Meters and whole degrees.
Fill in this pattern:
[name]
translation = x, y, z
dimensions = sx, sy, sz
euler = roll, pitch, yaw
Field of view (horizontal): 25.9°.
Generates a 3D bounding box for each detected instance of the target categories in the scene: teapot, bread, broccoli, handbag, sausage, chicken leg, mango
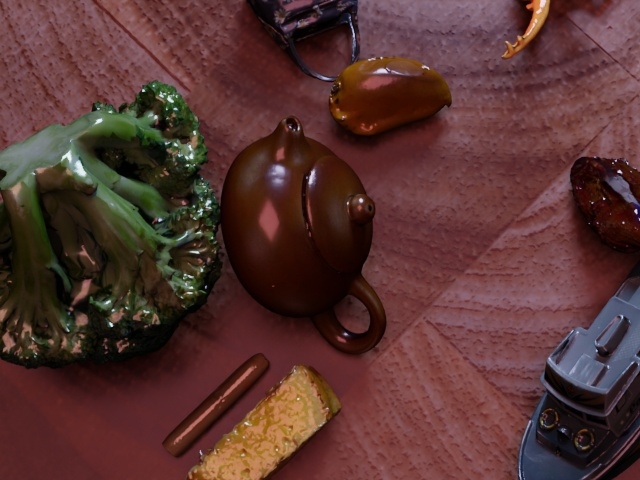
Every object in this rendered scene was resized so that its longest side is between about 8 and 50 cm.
[teapot]
translation = 0.000, 0.000, 1.321
dimensions = 0.135, 0.178, 0.252
euler = -12, 113, 36
[bread]
translation = -0.059, 0.196, 1.314
dimensions = 0.187, 0.103, 0.065
euler = -40, 82, -12
[broccoli]
translation = -0.220, -0.014, 1.302
dimensions = 0.265, 0.245, 0.294
euler = 11, 53, 23
[handbag]
translation = -0.004, -0.229, 1.424
dimensions = 0.115, 0.072, 0.139
euler = -23, 84, -7
[sausage]
translation = -0.101, 0.160, 1.363
dimensions = 0.132, 0.024, 0.024
euler = -44, 80, -6
[chicken leg]
translation = 0.307, -0.024, 1.335
dimensions = 0.093, 0.053, 0.205
euler = -6, 42, -15
[mango]
translation = 0.070, -0.149, 1.407
dimensions = 0.127, 0.063, 0.077
euler = -8, 118, -7

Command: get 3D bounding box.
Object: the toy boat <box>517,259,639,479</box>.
[toy boat]
translation = 0.282, 0.126, 1.307
dimensions = 0.296, 0.122, 0.114
euler = -50, 44, -10

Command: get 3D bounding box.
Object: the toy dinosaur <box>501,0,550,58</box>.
[toy dinosaur]
translation = 0.253, -0.301, 1.435
dimensions = 0.288, 0.070, 0.117
euler = -44, 69, -12
